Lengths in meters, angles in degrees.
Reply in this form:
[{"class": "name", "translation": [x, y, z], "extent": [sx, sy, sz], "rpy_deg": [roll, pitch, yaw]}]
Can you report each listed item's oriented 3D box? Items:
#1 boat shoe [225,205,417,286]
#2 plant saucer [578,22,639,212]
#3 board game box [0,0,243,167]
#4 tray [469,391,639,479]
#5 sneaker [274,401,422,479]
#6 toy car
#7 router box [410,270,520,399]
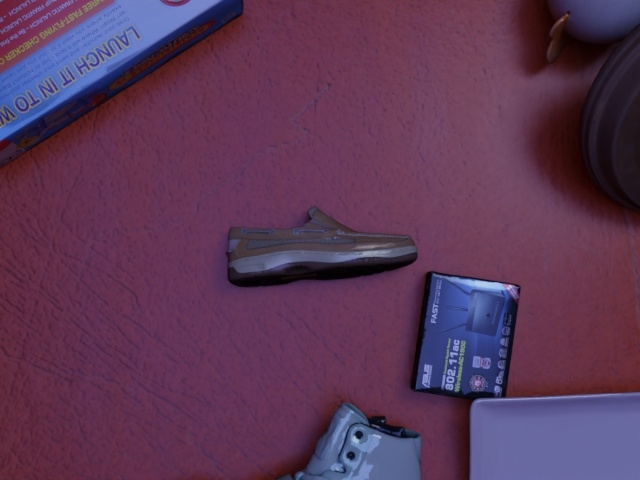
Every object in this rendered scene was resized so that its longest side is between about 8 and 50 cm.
[{"class": "boat shoe", "translation": [0.000, 0.000, 0.985], "extent": [0.190, 0.068, 0.072], "rpy_deg": [-4, 75, -3]}, {"class": "plant saucer", "translation": [0.381, -0.120, 0.927], "extent": [0.278, 0.278, 0.041], "rpy_deg": [-10, 44, -3]}, {"class": "board game box", "translation": [-0.284, -0.278, 0.976], "extent": [0.308, 0.086, 0.302], "rpy_deg": [-33, 89, -4]}, {"class": "tray", "translation": [0.279, 0.215, 0.986], "extent": [0.270, 0.030, 0.145], "rpy_deg": [-2, 104, -3]}, {"class": "sneaker", "translation": [-0.024, 0.224, 0.951], "extent": [0.256, 0.094, 0.151], "rpy_deg": [6, 92, -12]}, {"class": "toy car", "translation": [0.305, -0.272, 0.980], "extent": [0.219, 0.210, 0.238], "rpy_deg": [48, 115, 14]}, {"class": "router box", "translation": [0.145, 0.097, 0.995], "extent": [0.092, 0.038, 0.122], "rpy_deg": [8, 86, -1]}]
